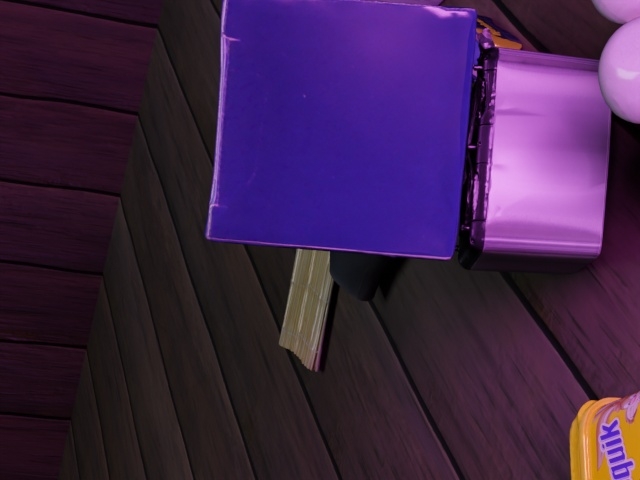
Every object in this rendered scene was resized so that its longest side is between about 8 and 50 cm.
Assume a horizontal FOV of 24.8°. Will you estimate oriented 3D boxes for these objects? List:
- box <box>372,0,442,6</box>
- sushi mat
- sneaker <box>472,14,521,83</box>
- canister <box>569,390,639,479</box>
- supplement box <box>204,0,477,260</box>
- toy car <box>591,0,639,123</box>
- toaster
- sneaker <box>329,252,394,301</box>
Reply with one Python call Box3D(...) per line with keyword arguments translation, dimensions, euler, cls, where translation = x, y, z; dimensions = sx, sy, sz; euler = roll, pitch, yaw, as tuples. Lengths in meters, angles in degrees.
Box3D(translation=(0.068, -0.305, 1.603), dimensions=(0.170, 0.130, 0.091), euler=(145, 130, -64), cls="box")
Box3D(translation=(0.000, 0.000, 1.858), dimensions=(0.151, 0.019, 0.316), euler=(-146, 65, -71), cls="sushi mat")
Box3D(translation=(0.149, -0.191, 1.444), dimensions=(0.144, 0.053, 0.059), euler=(-118, 37, -62), cls="sneaker")
Box3D(translation=(0.246, 0.155, 0.997), dimensions=(0.170, 0.073, 0.126), euler=(138, 135, -61), cls="canister")
Box3D(translation=(0.023, -0.105, 1.259), dimensions=(0.356, 0.195, 0.194), euler=(-62, -24, -83), cls="supplement box")
Box3D(translation=(0.267, -0.135, 0.973), dimensions=(0.136, 0.159, 0.182), euler=(-18, 60, 31), cls="toy car")
Box3D(translation=(0.170, -0.064, 1.189), dimensions=(0.185, 0.110, 0.168), euler=(76, -162, -82), cls="toaster")
Box3D(translation=(0.033, -0.041, 1.677), dimensions=(0.222, 0.083, 0.118), euler=(-104, 28, -45), cls="sneaker")
